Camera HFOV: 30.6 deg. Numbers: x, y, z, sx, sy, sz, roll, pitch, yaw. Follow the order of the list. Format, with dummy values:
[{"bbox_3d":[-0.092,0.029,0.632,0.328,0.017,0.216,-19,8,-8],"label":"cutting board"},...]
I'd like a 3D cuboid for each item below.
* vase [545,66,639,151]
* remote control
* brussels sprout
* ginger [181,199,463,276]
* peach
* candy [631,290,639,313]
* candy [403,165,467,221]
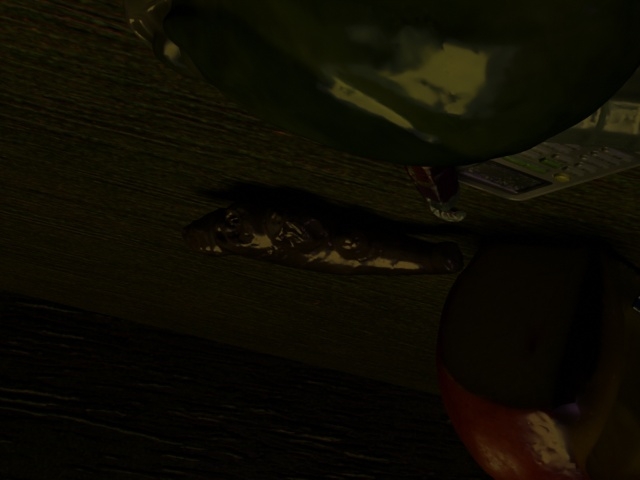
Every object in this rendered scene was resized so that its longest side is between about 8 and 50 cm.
[{"bbox_3d":[0.183,-0.108,0.741,0.298,0.143,0.143,7,166,2],"label":"vase"},{"bbox_3d":[0.204,-0.081,1.014,0.103,0.034,0.250,18,165,-23],"label":"remote control"},{"bbox_3d":[0.032,-0.140,0.547,0.271,0.210,0.219,8,-150,24],"label":"brussels sprout"},{"bbox_3d":[-0.002,0.000,1.415,0.333,0.080,0.166,5,174,-4],"label":"ginger"},{"bbox_3d":[0.275,0.160,1.380,0.242,0.306,0.380,-6,164,31],"label":"peach"},{"bbox_3d":[0.326,-0.060,0.644,0.187,0.077,0.331,15,124,-16],"label":"candy"},{"bbox_3d":[0.094,-0.075,1.052,0.045,0.043,0.175,21,154,39],"label":"candy"}]
